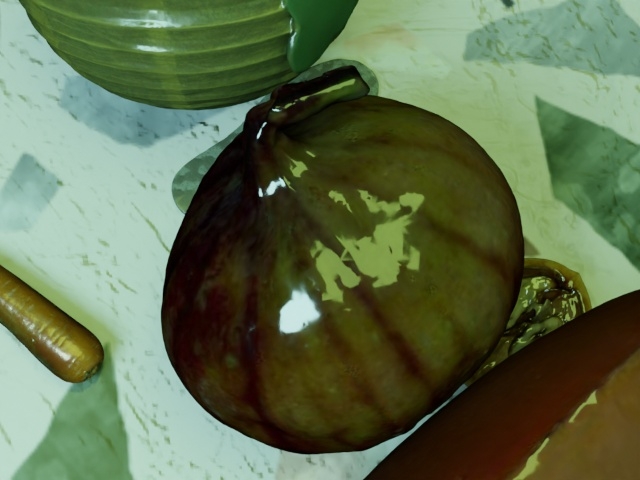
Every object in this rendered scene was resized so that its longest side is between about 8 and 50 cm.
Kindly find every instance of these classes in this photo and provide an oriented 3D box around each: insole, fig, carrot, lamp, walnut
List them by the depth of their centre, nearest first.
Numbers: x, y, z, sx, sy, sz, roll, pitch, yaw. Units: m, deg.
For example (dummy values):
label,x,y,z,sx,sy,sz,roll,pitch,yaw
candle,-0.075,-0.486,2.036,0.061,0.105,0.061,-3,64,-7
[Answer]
label,x,y,z,sx,sy,sz,roll,pitch,yaw
fig,0.004,0.011,0.633,0.214,0.235,0.235,20,66,-39
lamp,-0.091,-0.227,0.658,0.250,0.284,0.250,-3,41,3
carrot,-0.224,0.031,0.679,0.190,0.037,0.037,37,69,4
walnut,0.140,0.067,0.738,0.121,0.052,0.091,-35,85,-16
insole,-0.032,-0.079,0.769,0.193,0.006,0.065,-40,85,-20

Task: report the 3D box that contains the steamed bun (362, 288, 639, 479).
label,x,y,z,sx,sy,sz,roll,pitch,yaw
steamed bun,0.120,0.214,0.583,0.379,0.248,0.235,-41,88,-19
